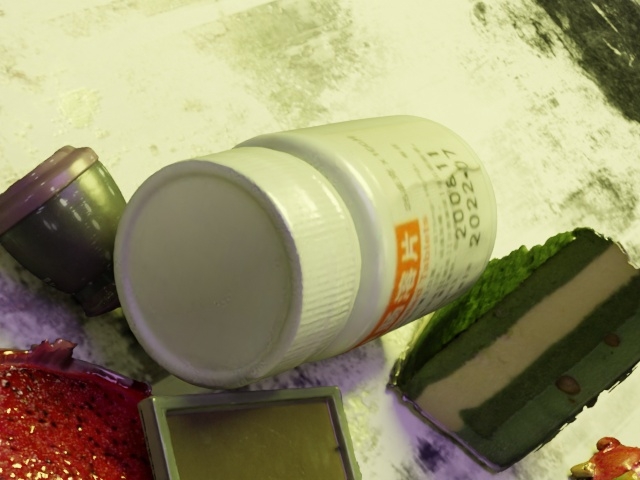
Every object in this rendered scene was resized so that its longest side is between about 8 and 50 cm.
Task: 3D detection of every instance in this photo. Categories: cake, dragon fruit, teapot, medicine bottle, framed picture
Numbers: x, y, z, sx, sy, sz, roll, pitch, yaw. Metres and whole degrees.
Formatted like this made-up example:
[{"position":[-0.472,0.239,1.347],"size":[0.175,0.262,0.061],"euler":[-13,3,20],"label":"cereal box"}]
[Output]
[{"position":[0.229,0.071,1.357],"size":[0.158,0.283,0.172],"euler":[39,34,-9],"label":"cake"},{"position":[0.346,0.262,1.448],"size":[0.126,0.068,0.112],"euler":[49,41,3],"label":"dragon fruit"},{"position":[-0.213,0.171,1.042],"size":[0.274,0.126,0.161],"euler":[3,45,-54],"label":"dragon fruit"},{"position":[-0.218,-0.002,1.203],"size":[0.116,0.148,0.146],"euler":[-40,100,-13],"label":"teapot"},{"position":[0.000,0.000,1.230],"size":[0.211,0.211,0.371],"euler":[54,31,11],"label":"medicine bottle"},{"position":[-0.022,0.282,1.070],"size":[0.247,0.022,0.335],"euler":[4,67,-54],"label":"framed picture"}]
